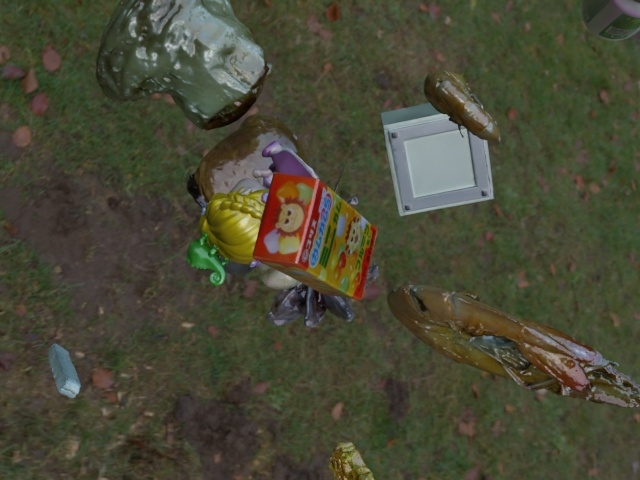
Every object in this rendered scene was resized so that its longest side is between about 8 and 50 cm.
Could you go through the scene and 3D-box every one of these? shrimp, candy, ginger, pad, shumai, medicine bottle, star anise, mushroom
[{"bbox_3d":[0.192,0.102,0.779,0.267,0.145,0.061,26,70,17],"label":"shrimp"},{"bbox_3d":[0.172,-0.160,0.943,0.115,0.051,0.217,50,13,-2],"label":"shrimp"},{"bbox_3d":[0.000,0.000,0.561,0.122,0.038,0.062,35,67,-62],"label":"candy"},{"bbox_3d":[-0.145,-0.159,1.751,0.200,0.223,0.269,45,26,-7],"label":"ginger"},{"bbox_3d":[0.023,-0.090,1.770,0.003,0.142,0.211,22,19,-1],"label":"pad"},{"bbox_3d":[-0.253,-0.397,1.598,0.323,0.397,0.324,35,30,-8],"label":"shumai"},{"bbox_3d":[0.560,-0.449,1.389,0.274,0.134,0.133,-21,94,-83],"label":"medicine bottle"},{"bbox_3d":[0.021,0.084,1.853,0.359,0.316,0.139,-38,140,-4],"label":"star anise"},{"bbox_3d":[-0.052,0.030,1.090,0.067,0.084,0.083,44,55,-27],"label":"mushroom"}]

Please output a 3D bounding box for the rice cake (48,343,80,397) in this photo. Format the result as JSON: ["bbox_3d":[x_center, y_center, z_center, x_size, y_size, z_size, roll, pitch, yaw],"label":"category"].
[{"bbox_3d":[-0.424,0.213,1.286,0.033,0.171,0.029,35,87,-29],"label":"rice cake"}]

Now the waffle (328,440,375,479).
[{"bbox_3d":[0.100,0.613,1.808,0.065,0.309,0.283,-17,47,-20],"label":"waffle"}]

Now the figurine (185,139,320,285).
[{"bbox_3d":[-0.062,-0.013,0.797,0.156,0.115,0.094,-40,143,-10],"label":"figurine"}]

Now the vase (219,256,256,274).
[{"bbox_3d":[-0.111,-0.001,1.396,0.183,0.120,0.120,-5,82,-32],"label":"vase"}]

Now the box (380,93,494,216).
[{"bbox_3d":[0.270,-0.193,1.788,0.117,0.225,0.224,-87,164,-66],"label":"box"}]
